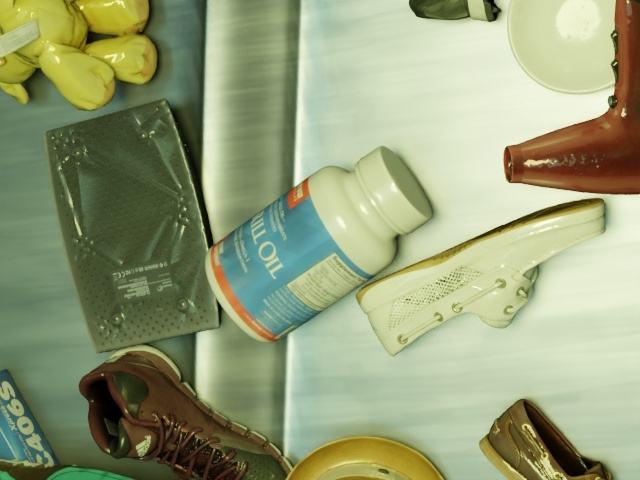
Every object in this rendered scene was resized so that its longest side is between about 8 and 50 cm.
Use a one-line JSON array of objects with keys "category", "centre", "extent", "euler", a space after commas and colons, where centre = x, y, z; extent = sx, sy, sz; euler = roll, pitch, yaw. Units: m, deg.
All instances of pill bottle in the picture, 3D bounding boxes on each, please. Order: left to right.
[{"category": "pill bottle", "centre": [0.000, 0.000, 1.402], "extent": [0.221, 0.124, 0.124], "euler": [-35, 84, 17]}]

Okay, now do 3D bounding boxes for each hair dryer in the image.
[{"category": "hair dryer", "centre": [0.293, -0.148, 1.292], "extent": [0.293, 0.080, 0.223], "euler": [-43, 103, 6]}]

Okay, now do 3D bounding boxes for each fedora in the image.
[{"category": "fedora", "centre": [0.048, 0.300, 1.417], "extent": [0.194, 0.079, 0.194], "euler": [0, 99, 2]}]

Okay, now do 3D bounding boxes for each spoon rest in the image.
[{"category": "spoon rest", "centre": [0.247, -0.280, 1.316], "extent": [0.137, 0.084, 0.276], "euler": [-1, 94, 18]}]

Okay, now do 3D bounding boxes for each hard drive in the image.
[{"category": "hard drive", "centre": [-0.201, -0.015, 1.503], "extent": [0.172, 0.054, 0.255], "euler": [-13, 91, 19]}]

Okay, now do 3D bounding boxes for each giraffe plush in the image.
[{"category": "giraffe plush", "centre": [-0.308, -0.220, 1.475], "extent": [0.170, 0.210, 0.181], "euler": [-6, 98, 47]}]

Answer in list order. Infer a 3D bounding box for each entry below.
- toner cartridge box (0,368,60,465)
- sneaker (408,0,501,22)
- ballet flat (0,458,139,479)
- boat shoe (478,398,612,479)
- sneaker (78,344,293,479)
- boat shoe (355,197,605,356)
[{"category": "toner cartridge box", "centre": [-0.357, 0.342, 1.576], "extent": [0.165, 0.075, 0.348], "euler": [-33, 85, 19]}, {"category": "sneaker", "centre": [0.112, -0.328, 1.359], "extent": [0.106, 0.078, 0.234], "euler": [-7, 95, 16]}, {"category": "ballet flat", "centre": [-0.314, 0.312, 1.471], "extent": [0.409, 0.147, 0.147], "euler": [9, 98, 19]}, {"category": "boat shoe", "centre": [0.256, 0.248, 1.367], "extent": [0.207, 0.073, 0.073], "euler": [42, 108, 10]}, {"category": "sneaker", "centre": [-0.153, 0.231, 1.452], "extent": [0.281, 0.162, 0.106], "euler": [38, 105, 12]}, {"category": "boat shoe", "centre": [0.172, 0.041, 1.368], "extent": [0.277, 0.098, 0.096], "euler": [-25, 87, 28]}]
